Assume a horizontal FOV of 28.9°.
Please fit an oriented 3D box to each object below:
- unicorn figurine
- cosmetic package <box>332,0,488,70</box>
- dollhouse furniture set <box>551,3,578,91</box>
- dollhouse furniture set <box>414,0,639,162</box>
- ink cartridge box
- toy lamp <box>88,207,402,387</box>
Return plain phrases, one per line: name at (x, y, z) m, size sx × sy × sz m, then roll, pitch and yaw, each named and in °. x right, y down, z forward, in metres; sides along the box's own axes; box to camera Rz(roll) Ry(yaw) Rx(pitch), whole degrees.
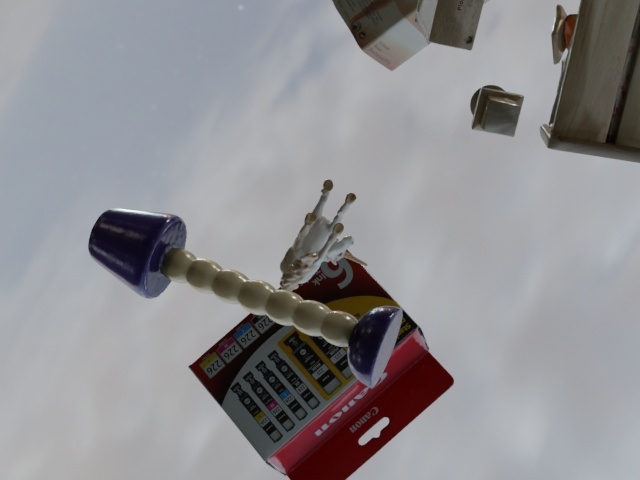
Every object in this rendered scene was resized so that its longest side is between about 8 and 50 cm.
unicorn figurine at (0.000, 0.000, 1.224) m, size 0.162 × 0.060 × 0.111 m, roll -34°, pitch 156°, yaw -47°
cosmetic package at (0.186, -0.440, 2.137) m, size 0.296 × 0.153 × 0.129 m, roll -36°, pitch -112°, yaw 18°
dollhouse furniture set at (0.397, -0.251, 1.434) m, size 0.262 × 0.259 × 0.135 m, roll -1°, pitch -147°, yaw 18°
dollhouse furniture set at (0.293, -0.258, 1.312) m, size 0.174 × 0.355 × 0.303 m, roll -93°, pitch -166°, yaw -70°
ink cartridge box at (0.007, 0.205, 1.922) m, size 0.309 × 0.130 × 0.272 m, roll -41°, pitch -114°, yaw -4°
toy lamp at (-0.068, 0.040, 1.055) m, size 0.080 × 0.274 × 0.080 m, roll 21°, pitch 90°, yaw -77°
